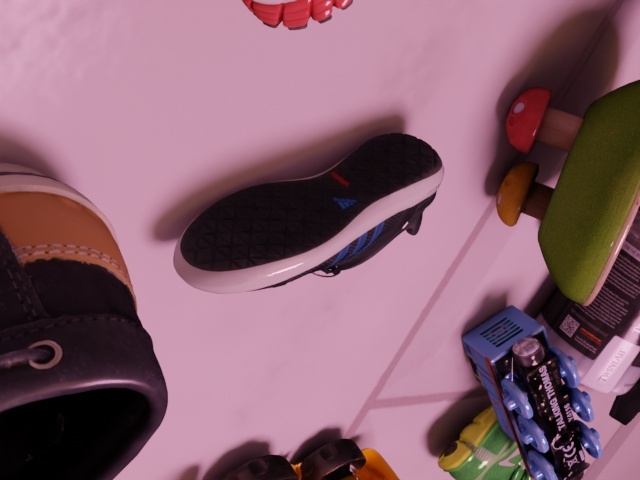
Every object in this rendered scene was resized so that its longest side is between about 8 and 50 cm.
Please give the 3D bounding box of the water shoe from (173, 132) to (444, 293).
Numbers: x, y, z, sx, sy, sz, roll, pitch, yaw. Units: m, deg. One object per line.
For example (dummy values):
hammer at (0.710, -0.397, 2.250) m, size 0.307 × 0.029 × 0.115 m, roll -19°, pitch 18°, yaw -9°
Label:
water shoe at (0.000, 0.000, 0.639) m, size 0.203 × 0.073 × 0.080 m, roll -24°, pitch 142°, yaw -28°

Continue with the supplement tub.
supplement tub at (0.302, 0.046, 0.960) m, size 0.117 × 0.117 × 0.190 m, roll 5°, pitch 121°, yaw -49°

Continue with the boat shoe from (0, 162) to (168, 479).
boat shoe at (-0.272, 0.178, 0.464) m, size 0.500 × 0.156 × 0.187 m, roll -43°, pitch 147°, yaw -2°

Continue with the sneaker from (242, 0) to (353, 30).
sneaker at (0.032, -0.204, 0.456) m, size 0.225 × 0.088 × 0.093 m, roll -48°, pitch 144°, yaw 3°

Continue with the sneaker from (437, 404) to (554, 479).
sneaker at (0.225, 0.260, 1.088) m, size 0.109 × 0.123 × 0.295 m, roll -47°, pitch 145°, yaw 2°

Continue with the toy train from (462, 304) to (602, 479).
toy train at (0.206, 0.154, 0.941) m, size 0.080 × 0.105 × 0.184 m, roll -31°, pitch 122°, yaw -10°

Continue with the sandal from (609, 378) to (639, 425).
sandal at (0.407, 0.146, 1.074) m, size 0.167 × 0.107 × 0.446 m, roll -55°, pitch 166°, yaw -3°

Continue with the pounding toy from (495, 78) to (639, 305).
pounding toy at (0.197, -0.058, 0.786) m, size 0.237 × 0.110 × 0.182 m, roll -34°, pitch 144°, yaw -72°

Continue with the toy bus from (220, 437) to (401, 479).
toy bus at (-0.034, 0.295, 0.852) m, size 0.220 × 0.149 × 0.211 m, roll -2°, pitch 139°, yaw -48°
